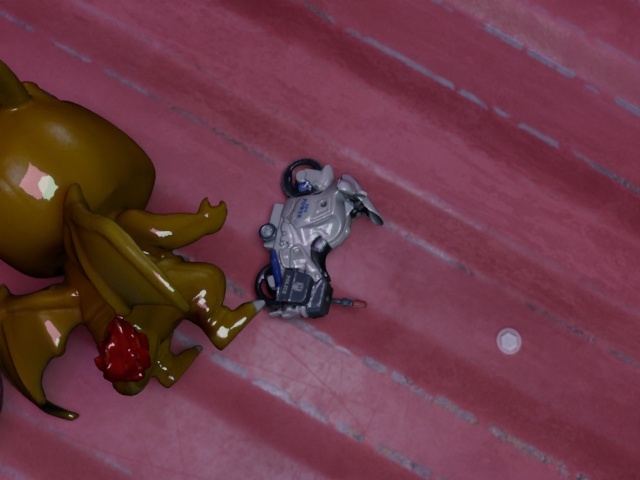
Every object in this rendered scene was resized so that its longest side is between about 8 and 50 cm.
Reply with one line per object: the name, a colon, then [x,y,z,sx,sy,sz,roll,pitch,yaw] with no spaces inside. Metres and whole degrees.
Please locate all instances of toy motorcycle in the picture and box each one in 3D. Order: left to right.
toy motorcycle: [0.000,0.000,1.161,0.150,0.102,0.221,10,74,16]

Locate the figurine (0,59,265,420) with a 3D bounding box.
figurine: [-0.259,-0.005,1.005,0.387,0.401,0.268,50,58,-2]

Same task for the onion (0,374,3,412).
onion: [-0.460,0.175,1.039,0.177,0.153,0.177,0,88,-14]
